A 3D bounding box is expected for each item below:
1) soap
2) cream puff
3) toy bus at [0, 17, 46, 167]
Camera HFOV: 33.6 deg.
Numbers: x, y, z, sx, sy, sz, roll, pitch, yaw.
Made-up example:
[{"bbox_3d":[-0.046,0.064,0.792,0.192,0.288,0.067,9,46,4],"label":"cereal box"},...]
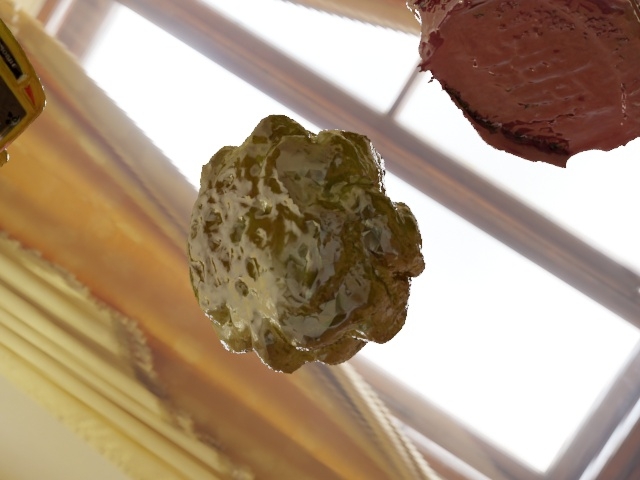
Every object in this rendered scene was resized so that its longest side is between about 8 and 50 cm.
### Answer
[{"bbox_3d":[0.190,-0.180,0.935,0.182,0.289,0.112,-25,51,23],"label":"soap"},{"bbox_3d":[-0.014,0.001,0.981,0.244,0.244,0.196,-58,-11,10],"label":"cream puff"},{"bbox_3d":[-0.308,-0.128,0.793,0.151,0.145,0.331,-35,32,-9],"label":"toy bus"}]
